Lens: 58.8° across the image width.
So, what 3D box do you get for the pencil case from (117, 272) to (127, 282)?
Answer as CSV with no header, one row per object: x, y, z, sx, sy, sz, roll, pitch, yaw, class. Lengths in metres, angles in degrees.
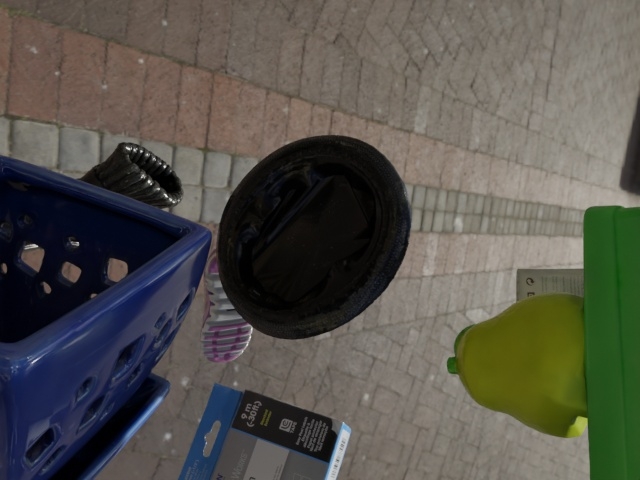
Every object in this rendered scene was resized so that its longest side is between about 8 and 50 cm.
-0.434,0.160,1.089,0.236,0.104,0.104,-35,125,-19,pencil case

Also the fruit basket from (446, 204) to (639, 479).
0.358,0.154,0.666,0.283,0.392,0.392,25,79,-25,fruit basket

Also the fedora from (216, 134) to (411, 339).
0.000,0.000,0.913,0.152,0.334,0.334,23,81,-64,fedora

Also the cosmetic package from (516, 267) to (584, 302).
0.528,0.122,0.968,0.197,0.366,0.155,20,70,-67,cosmetic package

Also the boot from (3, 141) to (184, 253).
-0.445,-0.082,1.035,0.348,0.260,0.131,-1,68,-67,boot

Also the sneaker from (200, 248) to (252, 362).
-0.183,0.115,1.080,0.095,0.104,0.236,0,109,-21,sneaker

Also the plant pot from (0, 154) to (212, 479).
-0.251,0.082,0.451,0.236,0.236,0.212,-52,159,-63,plant pot

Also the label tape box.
-0.139,0.467,1.226,0.115,0.348,0.249,66,41,-64,label tape box
